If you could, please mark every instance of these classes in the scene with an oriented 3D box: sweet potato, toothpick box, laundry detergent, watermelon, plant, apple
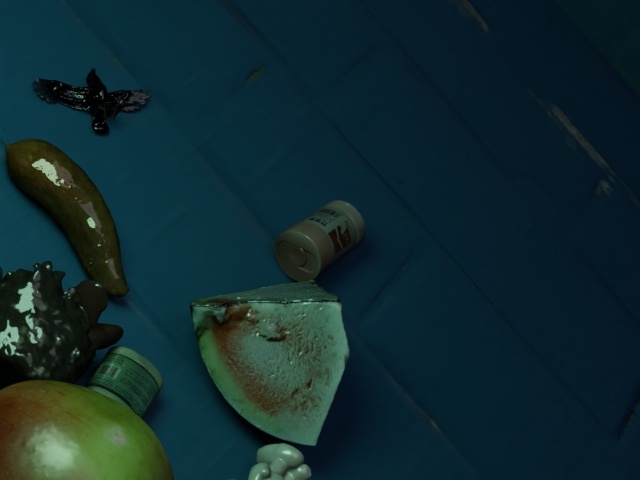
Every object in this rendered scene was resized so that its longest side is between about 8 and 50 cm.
[{"bbox_3d":[-0.371,-0.045,2.075,0.292,0.097,0.097,52,42,-1],"label":"sweet potato"},{"bbox_3d":[0.000,0.000,2.361,0.098,0.098,0.149,53,41,2],"label":"toothpick box"},{"bbox_3d":[-0.308,0.255,1.932,0.099,0.070,0.226,45,41,-16],"label":"laundry detergent"},{"bbox_3d":[-0.048,0.174,2.111,0.319,0.213,0.290,11,56,-50],"label":"watermelon"},{"bbox_3d":[-0.391,0.131,1.868,0.204,0.178,0.234,41,48,-10],"label":"plant"},{"bbox_3d":[-0.341,0.332,1.683,0.277,0.319,0.319,34,37,22],"label":"apple"}]

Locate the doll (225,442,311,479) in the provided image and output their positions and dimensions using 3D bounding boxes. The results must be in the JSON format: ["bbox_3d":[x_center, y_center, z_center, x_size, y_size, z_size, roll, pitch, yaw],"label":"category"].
[{"bbox_3d":[-0.127,0.385,1.968,0.208,0.144,0.271,51,40,-28],"label":"doll"}]

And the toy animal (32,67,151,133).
[{"bbox_3d":[-0.368,-0.233,2.245,0.220,0.062,0.108,-1,45,-40],"label":"toy animal"}]
